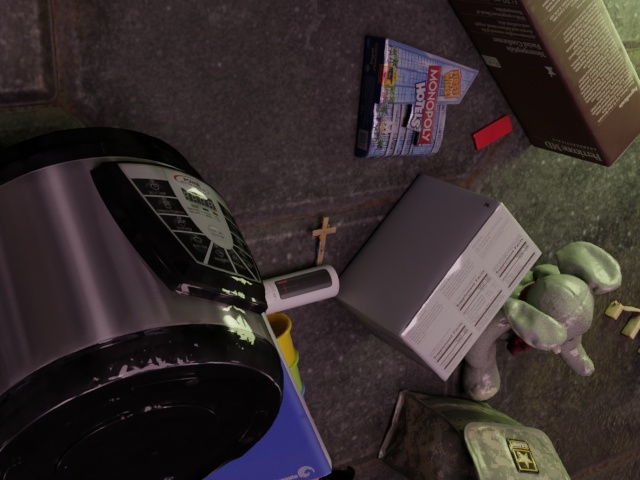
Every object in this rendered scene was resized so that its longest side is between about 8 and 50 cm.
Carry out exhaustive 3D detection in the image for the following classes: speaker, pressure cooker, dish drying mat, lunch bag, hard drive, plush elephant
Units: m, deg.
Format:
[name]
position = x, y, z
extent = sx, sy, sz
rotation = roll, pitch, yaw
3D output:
[speaker]
position = -0.041, 0.078, 1.499
extent = 0.136, 0.055, 0.055
rotation = -13, 113, -29
[pressure cooker]
position = -0.274, 0.071, 1.132
extent = 0.375, 0.420, 0.370
rotation = -13, 145, -19
[dish drying mat]
position = 0.300, -0.189, 1.661
extent = 0.083, 0.008, 0.032
rotation = -30, 119, -21
[lunch bag]
position = 0.283, 0.390, 1.675
extent = 0.235, 0.287, 0.169
rotation = 14, 98, -35
[hard drive]
position = -0.132, 0.262, 1.452
extent = 0.210, 0.040, 0.319
rotation = -18, 119, 7
[plush elephant]
position = 0.389, 0.132, 1.675
extent = 0.272, 0.255, 0.330
rotation = -33, 121, -20

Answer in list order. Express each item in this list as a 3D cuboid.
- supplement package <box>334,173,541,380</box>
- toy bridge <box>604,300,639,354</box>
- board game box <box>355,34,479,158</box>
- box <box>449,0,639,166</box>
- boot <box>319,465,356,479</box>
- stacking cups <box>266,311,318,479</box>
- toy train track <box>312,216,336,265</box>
[supplement package]
position = 0.183, 0.052, 1.544
extent = 0.262, 0.204, 0.145
rotation = -51, 126, -8
[toy bridge]
position = 0.664, 0.177, 2.013
extent = 0.188, 0.026, 0.063
rotation = 42, 79, -35
[board game box]
position = 0.158, -0.226, 1.523
extent = 0.194, 0.060, 0.194
rotation = -5, 109, -31
[box]
position = 0.377, -0.310, 1.560
extent = 0.143, 0.191, 0.381
rotation = -48, 124, -10
[boot]
position = -0.030, 0.460, 1.609
extent = 0.198, 0.077, 0.137
rotation = -17, 131, -42
[stacking cups]
position = -0.054, 0.269, 1.530
extent = 0.096, 0.096, 0.316
rotation = -28, 119, -23
[toy train track]
position = 0.000, 0.000, 1.526
extent = 0.048, 0.014, 0.083
rotation = -9, 117, -38
